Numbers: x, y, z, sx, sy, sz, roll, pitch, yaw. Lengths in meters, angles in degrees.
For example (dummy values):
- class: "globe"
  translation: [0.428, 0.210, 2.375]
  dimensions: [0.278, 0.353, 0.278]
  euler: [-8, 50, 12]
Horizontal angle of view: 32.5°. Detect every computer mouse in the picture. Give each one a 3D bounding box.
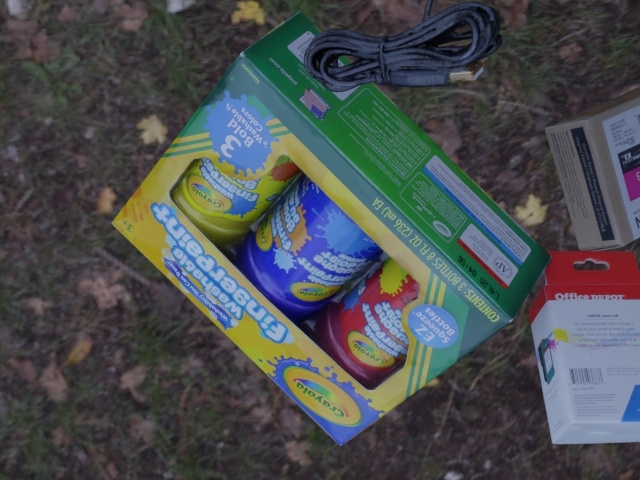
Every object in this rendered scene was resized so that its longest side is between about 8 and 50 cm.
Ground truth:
- class: "computer mouse"
  translation: [0.059, -0.168, 0.563]
  dimensions: [0.106, 0.042, 0.193]
  euler: [3, 71, 40]

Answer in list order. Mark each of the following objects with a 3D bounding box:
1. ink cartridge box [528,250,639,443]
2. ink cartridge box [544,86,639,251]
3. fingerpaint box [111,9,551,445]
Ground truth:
- class: "ink cartridge box"
  translation: [0.341, 0.130, 1.360]
  dimensions: [0.134, 0.231, 0.078]
  euler: [1, 150, -8]
- class: "ink cartridge box"
  translation: [0.458, -0.114, 1.617]
  dimensions: [0.088, 0.234, 0.193]
  euler: [-8, 103, 55]
- class: "fingerpaint box"
  translation: [0.000, 0.000, 1.420]
  dimensions: [0.445, 0.163, 0.371]
  euler: [45, 132, -1]
